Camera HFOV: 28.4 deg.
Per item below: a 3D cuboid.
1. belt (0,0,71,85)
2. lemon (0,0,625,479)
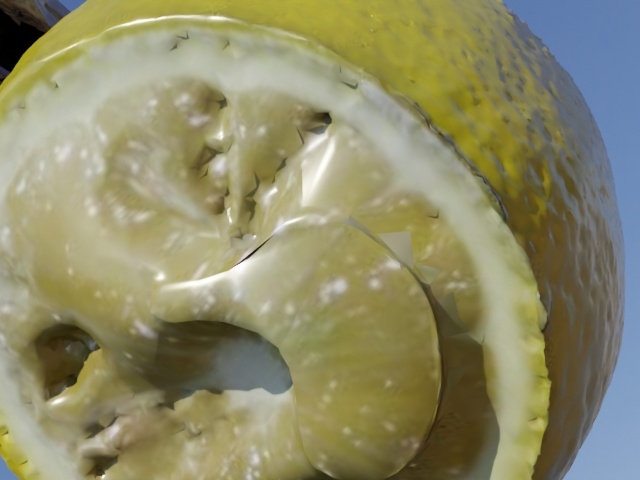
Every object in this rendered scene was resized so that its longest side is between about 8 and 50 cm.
[{"bbox_3d":[-0.223,-0.100,0.796,0.105,0.184,0.261,-32,-42,27],"label":"belt"},{"bbox_3d":[0.000,0.000,0.696,0.364,0.364,0.364,-23,-26,-12],"label":"lemon"}]
